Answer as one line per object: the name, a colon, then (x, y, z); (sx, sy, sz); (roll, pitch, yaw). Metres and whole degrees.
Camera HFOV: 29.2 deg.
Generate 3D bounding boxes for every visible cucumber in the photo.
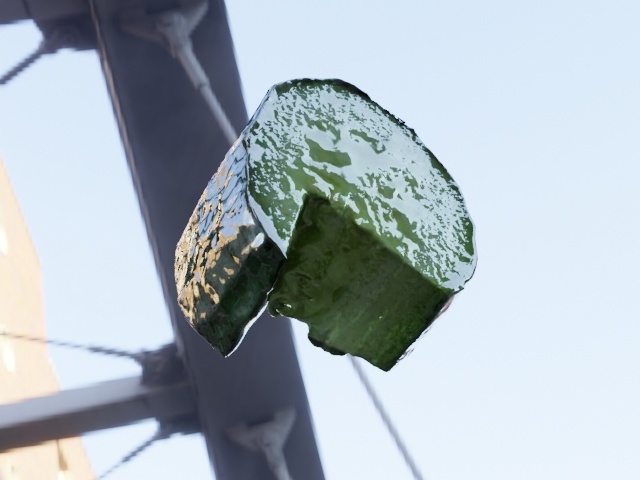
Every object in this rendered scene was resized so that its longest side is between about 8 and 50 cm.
cucumber: (0.003, -0.007, 0.845); (0.191, 0.191, 0.130); (8, -36, -25)
